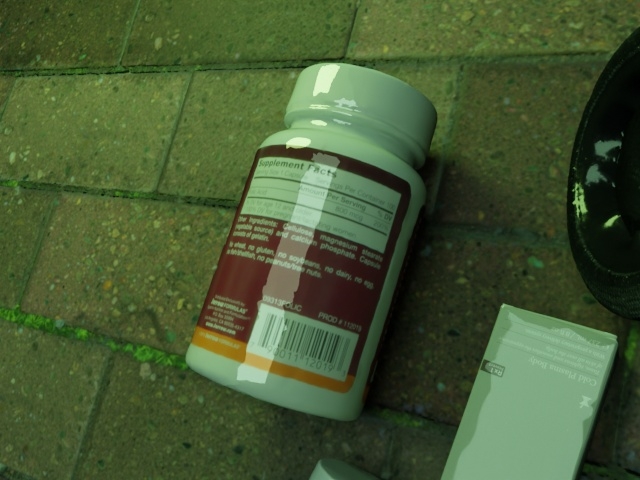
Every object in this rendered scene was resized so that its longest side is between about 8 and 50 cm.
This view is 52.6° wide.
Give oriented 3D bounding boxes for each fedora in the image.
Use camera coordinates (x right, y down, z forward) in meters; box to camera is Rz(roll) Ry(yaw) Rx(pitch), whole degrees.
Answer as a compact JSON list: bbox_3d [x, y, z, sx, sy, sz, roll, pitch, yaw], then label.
[{"bbox_3d":[0.370,-0.067,0.626,0.153,0.334,0.333,10,76,-1],"label":"fedora"}]

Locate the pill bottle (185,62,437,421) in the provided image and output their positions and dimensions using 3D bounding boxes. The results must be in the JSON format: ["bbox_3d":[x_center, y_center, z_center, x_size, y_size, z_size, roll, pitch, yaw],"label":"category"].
[{"bbox_3d":[0.000,0.000,0.802,0.224,0.224,0.391,13,79,31],"label":"pill bottle"}]

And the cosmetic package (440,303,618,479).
[{"bbox_3d":[0.220,0.203,0.688,0.127,0.107,0.237,15,78,28],"label":"cosmetic package"}]

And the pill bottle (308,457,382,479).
[{"bbox_3d":[-0.005,0.390,0.713,0.153,0.153,0.264,24,85,32],"label":"pill bottle"}]
